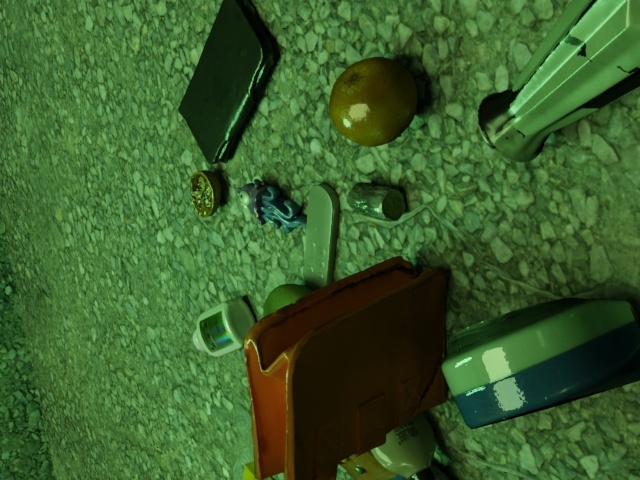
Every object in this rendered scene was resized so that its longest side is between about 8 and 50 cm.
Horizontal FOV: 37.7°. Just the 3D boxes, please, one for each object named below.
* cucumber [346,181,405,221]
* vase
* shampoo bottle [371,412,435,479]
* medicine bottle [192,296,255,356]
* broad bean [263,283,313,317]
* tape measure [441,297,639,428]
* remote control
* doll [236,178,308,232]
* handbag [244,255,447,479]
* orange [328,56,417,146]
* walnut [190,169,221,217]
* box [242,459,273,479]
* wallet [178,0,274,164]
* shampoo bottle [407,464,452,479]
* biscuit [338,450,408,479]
[{"bbox_3d":[0.099,-0.070,1.685,0.112,0.064,0.064,18,119,51],"label":"cucumber"},{"bbox_3d":[0.345,-0.231,1.206,0.165,0.165,0.360,63,148,12],"label":"vase"},{"bbox_3d":[0.138,0.346,1.763,0.257,0.127,0.078,61,155,23],"label":"shampoo bottle"},{"bbox_3d":[-0.236,0.215,2.244,0.219,0.078,0.115,-28,84,54],"label":"medicine bottle"},{"bbox_3d":[-0.020,0.217,1.914,0.291,0.119,0.238,56,158,22],"label":"broad bean"},{"bbox_3d":[0.309,0.176,1.356,0.259,0.262,0.138,-38,64,53],"label":"tape measure"},{"bbox_3d":[0.000,0.000,1.878,0.077,0.022,0.245,32,130,39],"label":"remote control"},{"bbox_3d":[-0.102,-0.070,1.950,0.206,0.067,0.110,24,133,34],"label":"doll"},{"bbox_3d":[0.056,0.216,1.570,0.116,0.410,0.304,19,119,40],"label":"handbag"},{"bbox_3d":[0.091,-0.227,1.554,0.134,0.155,0.154,41,161,-34],"label":"orange"},{"bbox_3d":[-0.254,-0.110,2.143,0.091,0.052,0.121,41,137,33],"label":"walnut"},{"bbox_3d":[-0.149,0.704,2.380,0.152,0.043,0.269,37,133,38],"label":"box"},{"bbox_3d":[-0.200,-0.332,1.973,0.197,0.051,0.377,58,142,22],"label":"wallet"},{"bbox_3d":[0.228,0.476,1.745,0.214,0.072,0.072,40,134,38],"label":"shampoo bottle"},{"bbox_3d":[0.022,0.402,1.887,0.324,0.049,0.205,41,144,-6],"label":"biscuit"}]
